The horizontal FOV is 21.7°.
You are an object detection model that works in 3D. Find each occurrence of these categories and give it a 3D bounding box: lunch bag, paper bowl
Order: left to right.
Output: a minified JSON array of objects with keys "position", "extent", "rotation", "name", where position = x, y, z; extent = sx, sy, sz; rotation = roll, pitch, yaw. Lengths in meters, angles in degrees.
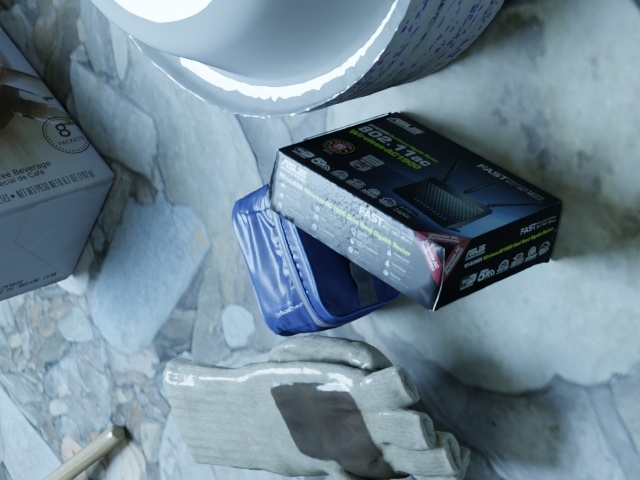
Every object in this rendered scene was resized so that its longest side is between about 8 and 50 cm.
[{"position":[-0.038,-0.201,0.840],"extent":[0.284,0.148,0.284],"rotation":[20,120,40],"name":"paper bowl"},{"position":[0.000,0.000,0.938],"extent":[0.065,0.067,0.098],"rotation":[-21,89,49],"name":"lunch bag"}]

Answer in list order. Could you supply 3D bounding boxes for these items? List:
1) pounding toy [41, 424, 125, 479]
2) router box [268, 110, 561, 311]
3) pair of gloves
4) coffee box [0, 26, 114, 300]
[{"position":[-0.178,0.226,1.156],"extent":[0.269,0.154,0.155],"rotation":[11,114,44],"name":"pounding toy"},{"position":[0.048,-0.018,0.859],"extent":[0.122,0.092,0.038],"rotation":[32,127,34],"name":"router box"},{"position":[0.023,0.159,0.974],"extent":[0.204,0.042,0.240],"rotation":[-9,113,45],"name":"pair of gloves"},{"position":[-0.302,-0.094,1.152],"extent":[0.297,0.168,0.119],"rotation":[51,136,20],"name":"coffee box"}]
